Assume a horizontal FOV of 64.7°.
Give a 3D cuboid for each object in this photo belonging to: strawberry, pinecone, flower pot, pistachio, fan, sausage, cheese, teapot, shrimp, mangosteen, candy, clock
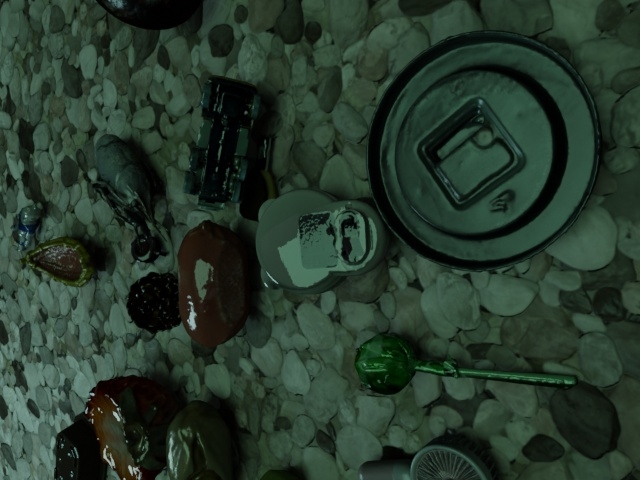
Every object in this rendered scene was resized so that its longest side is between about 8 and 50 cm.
[{"bbox_3d":[-0.451,0.447,1.232,0.336,0.149,0.265,-20,91,47],"label":"strawberry"},{"bbox_3d":[-0.357,0.133,1.108,0.121,0.140,0.140,132,120,-77],"label":"pinecone"},{"bbox_3d":[-0.712,0.647,1.479,0.179,0.084,0.251,23,109,32],"label":"flower pot"},{"bbox_3d":[-0.259,0.461,1.090,0.137,0.153,0.238,-7,95,-3],"label":"pistachio"},{"bbox_3d":[0.162,0.381,0.799,0.244,0.074,0.130,-23,83,37],"label":"fan"},{"bbox_3d":[-0.207,0.083,0.993,0.148,0.148,0.254,0,102,37],"label":"sausage"},{"bbox_3d":[-0.116,-0.118,0.960,0.086,0.036,0.162,17,106,40],"label":"cheese"},{"bbox_3d":[-0.404,0.021,1.189,0.100,0.045,0.068,17,84,16],"label":"teapot"},{"bbox_3d":[-0.440,-0.105,1.154,0.145,0.116,0.343,-51,60,30],"label":"shrimp"},{"bbox_3d":[-0.337,-0.534,0.974,0.261,0.235,0.235,-129,51,-61],"label":"mangosteen"},{"bbox_3d":[0.204,0.192,0.754,0.323,0.097,0.097,-1,96,28],"label":"candy"},{"bbox_3d":[0.213,-0.117,0.699,0.319,0.066,0.319,5,99,36],"label":"clock"}]

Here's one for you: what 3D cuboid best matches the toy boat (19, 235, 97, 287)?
[{"bbox_3d":[-0.694,0.059,1.378,0.318,0.099,0.141,2,101,34],"label":"toy boat"}]

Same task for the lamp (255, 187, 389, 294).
[{"bbox_3d":[0.002,0.000,0.845,0.246,0.108,0.179,-5,90,30],"label":"lamp"}]

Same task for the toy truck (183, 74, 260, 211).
[{"bbox_3d":[-0.188,-0.173,0.954,0.140,0.108,0.257,-123,45,-71],"label":"toy truck"}]

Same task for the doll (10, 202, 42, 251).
[{"bbox_3d":[-0.890,-0.047,1.534,0.227,0.057,0.114,-34,70,44],"label":"doll"}]

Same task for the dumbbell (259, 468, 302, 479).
[{"bbox_3d":[0.003,0.527,0.916,0.302,0.108,0.121,13,103,34],"label":"dumbbell"}]
